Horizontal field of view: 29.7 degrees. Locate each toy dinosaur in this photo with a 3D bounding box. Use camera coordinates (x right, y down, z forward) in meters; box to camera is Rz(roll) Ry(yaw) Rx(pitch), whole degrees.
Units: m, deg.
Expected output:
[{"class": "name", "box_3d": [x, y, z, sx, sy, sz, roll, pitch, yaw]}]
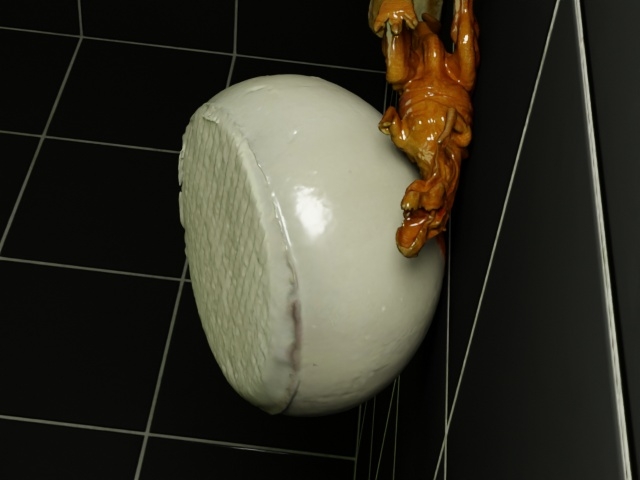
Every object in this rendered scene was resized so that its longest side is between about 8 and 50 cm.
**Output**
[{"class": "toy dinosaur", "box_3d": [0.111, -0.180, 1.173, 0.432, 0.097, 0.208, -78, -14, -45]}]

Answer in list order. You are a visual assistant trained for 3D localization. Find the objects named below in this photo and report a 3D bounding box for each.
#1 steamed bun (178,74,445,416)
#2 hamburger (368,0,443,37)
[{"class": "steamed bun", "box_3d": [0.000, 0.000, 1.301, 0.374, 0.241, 0.374, 168, 90, -72]}, {"class": "hamburger", "box_3d": [0.135, -0.387, 1.759, 0.214, 0.108, 0.214, -169, 90, -88]}]
